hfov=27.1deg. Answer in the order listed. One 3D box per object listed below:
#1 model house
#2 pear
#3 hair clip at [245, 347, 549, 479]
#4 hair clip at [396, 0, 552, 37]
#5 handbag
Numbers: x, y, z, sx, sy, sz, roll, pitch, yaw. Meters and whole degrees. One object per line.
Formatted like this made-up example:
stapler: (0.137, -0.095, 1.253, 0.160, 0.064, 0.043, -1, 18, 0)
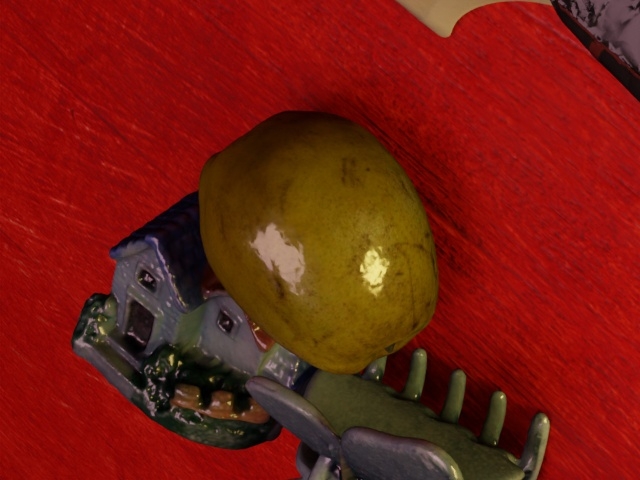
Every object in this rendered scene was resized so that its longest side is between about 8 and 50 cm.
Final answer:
model house: (-0.116, 0.060, 1.696, 0.295, 0.252, 0.329, 40, 133, 18)
pear: (0.000, 0.000, 1.509, 0.253, 0.253, 0.307, -35, 84, 51)
hair clip: (0.089, 0.276, 1.618, 0.318, 0.238, 0.392, 26, 133, 30)
hair clip: (0.101, -0.325, 1.287, 0.173, 0.113, 0.282, -6, 113, 48)
handbag: (0.320, -0.188, 1.115, 0.215, 0.169, 0.155, 46, 124, 13)
